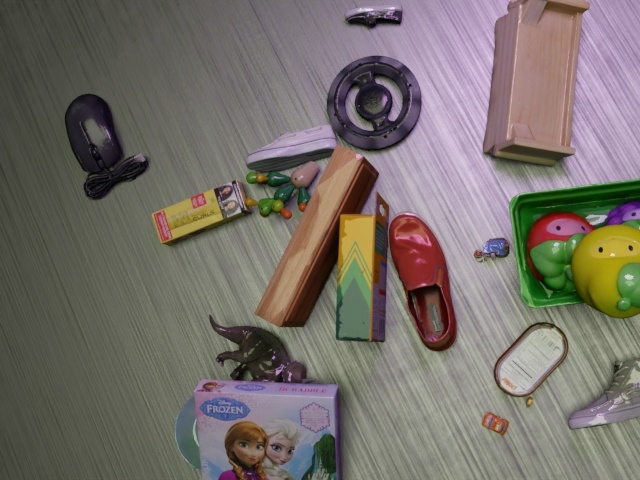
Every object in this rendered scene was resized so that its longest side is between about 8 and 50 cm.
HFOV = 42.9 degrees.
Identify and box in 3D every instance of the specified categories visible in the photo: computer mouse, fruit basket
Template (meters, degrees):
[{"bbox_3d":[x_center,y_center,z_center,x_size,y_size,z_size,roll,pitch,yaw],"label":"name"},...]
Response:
[{"bbox_3d":[-0.574,-0.261,2.079,0.188,0.072,0.272,-28,78,9],"label":"computer mouse"},{"bbox_3d":[0.579,0.018,1.641,0.392,0.392,0.283,-7,82,12],"label":"fruit basket"}]

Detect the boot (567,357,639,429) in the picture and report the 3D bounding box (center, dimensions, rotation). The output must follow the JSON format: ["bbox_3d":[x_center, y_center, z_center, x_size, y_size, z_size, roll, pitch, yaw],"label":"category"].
[{"bbox_3d":[0.642,0.320,1.739,0.258,0.095,0.123,-15,74,2],"label":"boot"}]

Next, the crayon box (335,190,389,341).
[{"bbox_3d":[0.097,0.064,1.824,0.083,0.203,0.323,2,83,13],"label":"crayon box"}]

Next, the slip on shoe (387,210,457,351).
[{"bbox_3d":[0.232,0.088,1.844,0.123,0.101,0.331,-16,79,12],"label":"slip on shoe"}]

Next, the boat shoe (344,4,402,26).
[{"bbox_3d":[0.128,-0.540,1.968,0.142,0.049,0.040,-4,83,10],"label":"boat shoe"}]

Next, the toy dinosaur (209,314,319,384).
[{"bbox_3d":[-0.139,0.284,1.912,0.160,0.121,0.313,-39,72,-7],"label":"toy dinosaur"}]

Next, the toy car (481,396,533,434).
[{"bbox_3d":[0.412,0.378,1.799,0.060,0.040,0.122,42,94,14],"label":"toy car"}]

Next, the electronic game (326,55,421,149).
[{"bbox_3d":[0.127,-0.329,1.942,0.229,0.048,0.229,-2,83,13],"label":"electronic game"}]

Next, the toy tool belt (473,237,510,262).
[{"bbox_3d":[0.387,0.020,1.842,0.083,0.051,0.052,-13,81,11],"label":"toy tool belt"}]

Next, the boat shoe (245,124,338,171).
[{"bbox_3d":[-0.072,-0.225,1.968,0.226,0.083,0.076,-10,69,0],"label":"boat shoe"}]

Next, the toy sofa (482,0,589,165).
[{"bbox_3d":[0.483,-0.358,1.833,0.150,0.177,0.363,8,84,-11],"label":"toy sofa"}]

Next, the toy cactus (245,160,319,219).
[{"bbox_3d":[-0.070,-0.112,1.942,0.219,0.112,0.180,33,68,32],"label":"toy cactus"}]

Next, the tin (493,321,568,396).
[{"bbox_3d":[0.466,0.264,1.805,0.106,0.040,0.190,43,94,18],"label":"tin"}]

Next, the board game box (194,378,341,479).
[{"bbox_3d":[-0.114,0.473,1.829,0.318,0.066,0.318,0,106,10],"label":"board game box"}]

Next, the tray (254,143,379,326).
[{"bbox_3d":[0.000,0.000,1.848,0.076,0.203,0.411,26,91,15],"label":"tray"}]

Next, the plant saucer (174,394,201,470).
[{"bbox_3d":[-0.250,0.453,1.940,0.195,0.037,0.195,-2,83,12],"label":"plant saucer"}]

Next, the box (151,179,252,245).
[{"bbox_3d":[-0.291,-0.067,1.999,0.232,0.058,0.087,-20,80,10],"label":"box"}]
